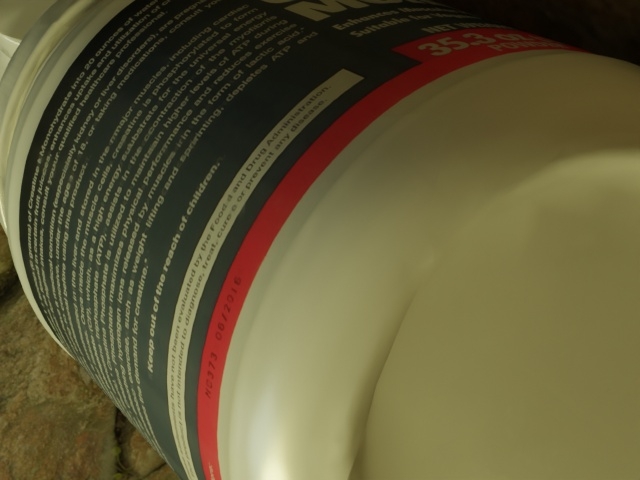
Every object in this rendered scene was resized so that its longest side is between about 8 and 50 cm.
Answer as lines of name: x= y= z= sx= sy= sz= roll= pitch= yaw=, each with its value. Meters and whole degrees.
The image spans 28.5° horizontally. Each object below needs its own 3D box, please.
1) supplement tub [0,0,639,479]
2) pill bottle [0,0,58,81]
supplement tub: x=0.000 y=0.000 z=0.461 sx=0.272 sy=0.191 sz=0.191 roll=34 pitch=157 yaw=52
pill bottle: x=-0.126 y=-0.080 z=0.760 sx=0.146 sy=0.146 sz=0.264 roll=47 pitch=166 yaw=21
